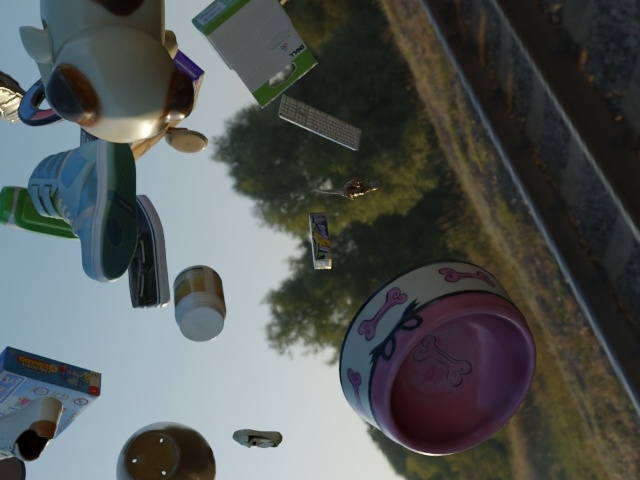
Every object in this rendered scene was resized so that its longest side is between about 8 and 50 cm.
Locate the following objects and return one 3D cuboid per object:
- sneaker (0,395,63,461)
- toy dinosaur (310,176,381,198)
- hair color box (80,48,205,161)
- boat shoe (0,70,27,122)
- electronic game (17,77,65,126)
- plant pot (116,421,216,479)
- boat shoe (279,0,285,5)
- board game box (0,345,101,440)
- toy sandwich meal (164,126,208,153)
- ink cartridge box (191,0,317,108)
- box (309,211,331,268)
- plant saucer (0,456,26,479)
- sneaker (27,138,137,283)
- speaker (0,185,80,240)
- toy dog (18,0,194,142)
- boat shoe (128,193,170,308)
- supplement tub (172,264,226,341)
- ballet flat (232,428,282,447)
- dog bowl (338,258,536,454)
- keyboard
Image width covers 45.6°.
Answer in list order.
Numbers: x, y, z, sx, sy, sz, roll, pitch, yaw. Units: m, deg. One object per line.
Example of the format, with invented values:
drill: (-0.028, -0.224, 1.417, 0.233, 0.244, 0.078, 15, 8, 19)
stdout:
sneaker: (-0.731, 0.481, 1.811, 0.106, 0.290, 0.123, 34, -146, -36)
toy dinosaur: (0.079, -0.147, 2.267, 0.112, 0.212, 0.064, 118, 149, -86)
hair color box: (-0.447, -0.311, 1.912, 0.110, 0.339, 0.185, 42, 152, 2)
boat shoe: (-0.891, -0.420, 2.149, 0.103, 0.113, 0.302, 60, 173, 6)
electronic game: (-0.557, -0.329, 1.657, 0.229, 0.229, 0.048, -107, -9, -48)
plant pot: (-0.364, 0.508, 1.726, 0.254, 0.237, 0.237, 97, 155, -66)
boat shoe: (-0.111, -0.712, 2.104, 0.130, 0.355, 0.132, -40, -75, -43)
board game box: (-0.875, 0.471, 2.307, 0.302, 0.308, 0.086, 26, -143, -34)
toy sandwich meal: (-0.264, -0.202, 1.505, 0.085, 0.086, 0.029, 61, -156, -60)
ink cartridge box: (-0.155, -0.477, 1.833, 0.255, 0.189, 0.097, 52, 177, -41)
box: (0.000, 0.000, 2.307, 0.059, 0.054, 0.168, 91, 175, -59)
plant saucer: (-0.888, 0.637, 2.075, 0.029, 0.169, 0.168, 146, 103, -78)
sneaker: (-0.470, -0.047, 1.470, 0.127, 0.208, 0.318, 61, -159, -56)
speaker: (-0.798, -0.077, 2.264, 0.297, 0.131, 0.131, 13, -138, -32)
toy dog: (-0.334, -0.357, 1.249, 0.285, 0.395, 0.407, -2, -102, -38)
boat shoe: (-0.514, 0.033, 2.175, 0.121, 0.119, 0.335, -20, 81, 55)
supplement tub: (-0.341, 0.177, 2.147, 0.199, 0.144, 0.144, -110, -4, -56)
ballet flat: (-0.196, 0.597, 2.282, 0.052, 0.168, 0.057, -63, -38, -57)
dog bowl: (0.251, 0.251, 1.530, 0.408, 0.408, 0.150, 66, 170, -29)
keyboard: (0.001, -0.327, 2.120, 0.014, 0.256, 0.072, -27, 47, 58)
